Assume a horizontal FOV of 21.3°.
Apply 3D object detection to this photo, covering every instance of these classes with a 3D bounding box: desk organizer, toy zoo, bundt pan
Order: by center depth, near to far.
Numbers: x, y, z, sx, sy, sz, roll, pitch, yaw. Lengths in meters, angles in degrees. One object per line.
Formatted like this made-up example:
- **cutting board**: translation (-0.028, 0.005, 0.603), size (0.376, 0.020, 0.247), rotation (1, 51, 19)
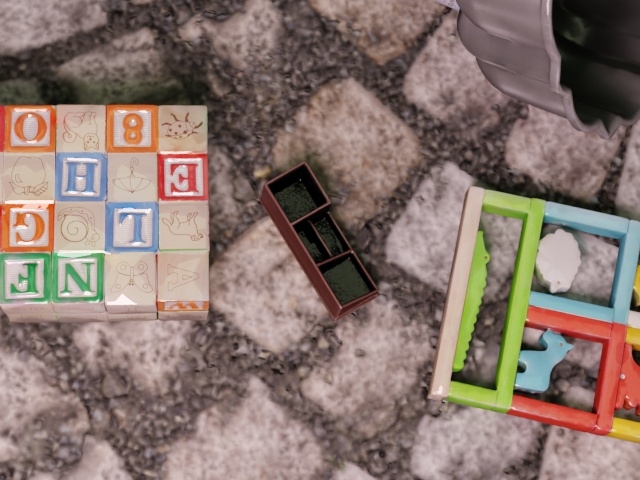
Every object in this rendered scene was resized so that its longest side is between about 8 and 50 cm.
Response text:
- **bundt pan**: translation (0.214, -0.257, 1.437), size (0.124, 0.331, 0.330), rotation (14, 73, 31)
- **desk organizer**: translation (0.000, 0.000, 1.470), size (0.047, 0.050, 0.130), rotation (-30, 81, -11)
- **toy zoo**: translation (0.254, 0.074, 1.484), size (0.293, 0.030, 0.192), rotation (13, 76, -1)

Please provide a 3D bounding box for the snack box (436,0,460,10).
- **snack box**: translation (0.100, -0.318, 1.546), size (0.207, 0.070, 0.174), rotation (23, 76, -1)

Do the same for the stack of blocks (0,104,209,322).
- **stack of blocks**: translation (-0.242, -0.021, 1.434), size (0.297, 0.087, 0.171), rotation (0, 77, -5)
